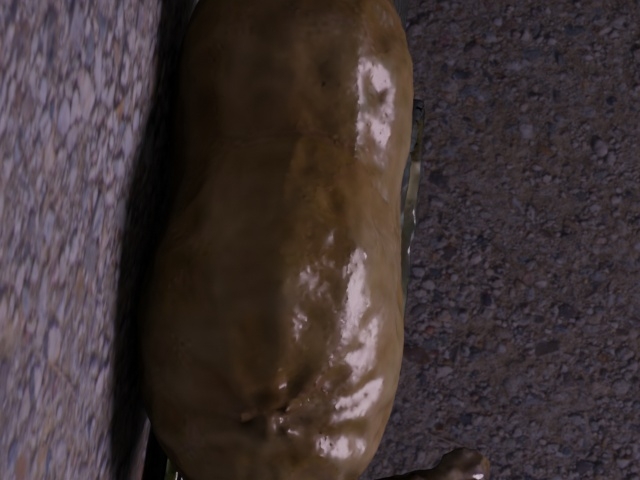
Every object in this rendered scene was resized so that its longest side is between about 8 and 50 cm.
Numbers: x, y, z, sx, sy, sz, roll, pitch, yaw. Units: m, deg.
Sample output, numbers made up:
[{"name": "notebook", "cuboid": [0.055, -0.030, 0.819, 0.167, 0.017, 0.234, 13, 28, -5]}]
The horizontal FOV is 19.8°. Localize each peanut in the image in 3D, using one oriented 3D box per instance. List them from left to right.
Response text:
[{"name": "peanut", "cuboid": [-0.029, -0.014, 1.181, 0.192, 0.169, 0.387, 41, 52, -77]}]

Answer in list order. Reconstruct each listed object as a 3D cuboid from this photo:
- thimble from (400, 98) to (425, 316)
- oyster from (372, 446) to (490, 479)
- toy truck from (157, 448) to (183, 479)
[{"name": "thimble", "cuboid": [0.000, 0.000, 1.537, 0.271, 0.150, 0.271, 6, 90, -85]}, {"name": "oyster", "cuboid": [-0.035, 0.251, 1.226, 0.396, 0.111, 0.204, -11, 141, -54]}, {"name": "toy truck", "cuboid": [-0.057, 0.182, 1.341, 0.191, 0.116, 0.085, 80, 15, -72]}]
